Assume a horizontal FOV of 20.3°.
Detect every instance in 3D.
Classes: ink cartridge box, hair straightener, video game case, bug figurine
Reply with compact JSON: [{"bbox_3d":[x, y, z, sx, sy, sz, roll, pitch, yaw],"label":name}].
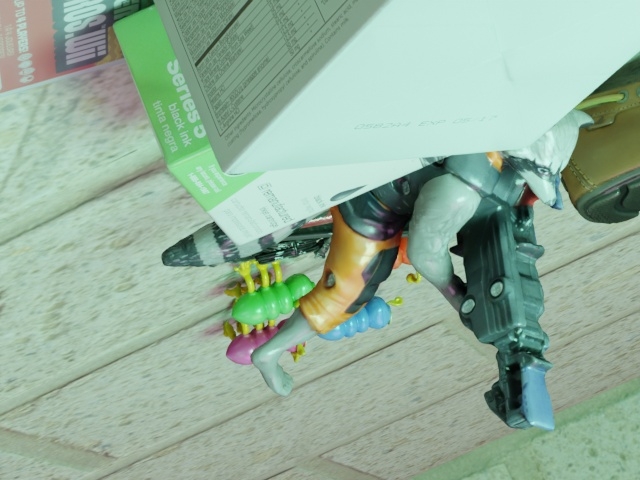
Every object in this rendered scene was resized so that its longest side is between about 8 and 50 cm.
[{"bbox_3d":[0.026,-0.120,1.201,0.273,0.115,0.198,-23,162,4],"label":"ink cartridge box"},{"bbox_3d":[0.000,0.000,1.671,0.230,0.047,0.089,-15,147,-20],"label":"hair straightener"},{"bbox_3d":[-0.093,-0.177,1.132,0.285,0.025,0.204,-18,161,-13],"label":"video game case"},{"bbox_3d":[0.004,0.061,1.831,0.216,0.072,0.279,-17,161,-14],"label":"bug figurine"}]

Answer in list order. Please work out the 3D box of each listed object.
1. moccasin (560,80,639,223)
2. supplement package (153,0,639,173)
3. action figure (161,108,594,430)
[{"bbox_3d":[0.390,-0.140,1.615,0.380,0.147,0.139,-23,156,22],"label":"moccasin"},{"bbox_3d":[0.033,-0.197,0.840,0.199,0.262,0.198,-7,156,-39],"label":"supplement package"},{"bbox_3d":[0.060,-0.005,1.358,0.330,0.341,0.178,-31,142,26],"label":"action figure"}]
